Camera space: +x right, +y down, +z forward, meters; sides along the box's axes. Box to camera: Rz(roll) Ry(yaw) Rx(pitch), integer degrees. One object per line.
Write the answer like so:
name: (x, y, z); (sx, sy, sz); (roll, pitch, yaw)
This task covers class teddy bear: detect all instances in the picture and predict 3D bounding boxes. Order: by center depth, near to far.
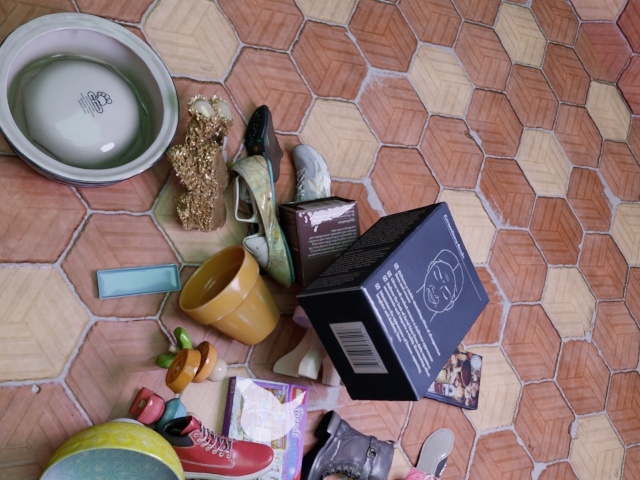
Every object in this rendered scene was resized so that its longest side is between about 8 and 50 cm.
teddy bear: (-0.291, -0.193, 1.561); (0.245, 0.113, 0.338); (-57, 153, -59)

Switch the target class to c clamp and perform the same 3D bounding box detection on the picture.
c clamp: (-0.177, 0.010, 1.678); (0.137, 0.022, 0.161); (18, 68, -30)

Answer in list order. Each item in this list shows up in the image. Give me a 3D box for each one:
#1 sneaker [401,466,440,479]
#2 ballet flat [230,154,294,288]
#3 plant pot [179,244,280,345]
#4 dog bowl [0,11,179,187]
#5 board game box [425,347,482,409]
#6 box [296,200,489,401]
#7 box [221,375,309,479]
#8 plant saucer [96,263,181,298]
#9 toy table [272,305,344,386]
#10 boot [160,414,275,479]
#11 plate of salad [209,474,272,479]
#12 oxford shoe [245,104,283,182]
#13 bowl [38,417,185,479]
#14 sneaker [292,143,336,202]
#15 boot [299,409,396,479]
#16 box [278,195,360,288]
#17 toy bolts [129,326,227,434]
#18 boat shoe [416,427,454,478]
sneaker: (0.282, 0.652, 1.643); (0.313, 0.116, 0.136); (-13, 68, 10)
ballet flat: (-0.158, -0.039, 1.613); (0.123, 0.123, 0.349); (-14, 94, -31)
plant pot: (-0.202, 0.149, 1.536); (0.188, 0.205, 0.205); (50, 58, -27)
dog bowl: (-0.547, -0.305, 1.473); (0.407, 0.150, 0.409); (8, 73, -27)
board game box: (0.366, 0.391, 1.868); (0.243, 0.042, 0.165); (20, 69, -24)
box: (0.184, 0.136, 1.495); (0.395, 0.211, 0.294); (-40, 109, -42)
box: (-0.141, 0.492, 1.550); (0.200, 0.057, 0.294); (14, 71, -24)
plant saucer: (-0.431, 0.097, 1.513); (0.191, 0.018, 0.067); (-5, 80, -29)
toy table: (0.010, 0.275, 1.598); (0.274, 0.252, 0.161); (34, 63, -53)
boot: (-0.222, 0.449, 1.393); (0.244, 0.176, 0.088); (0, 39, -2)
plate of salad: (-0.182, 0.613, 1.438); (0.199, 0.048, 0.200); (6, 77, -26)
oxford shoe: (-0.149, -0.260, 1.737); (0.096, 0.082, 0.228); (16, 68, -48)
bowl: (-0.422, 0.468, 1.322); (0.289, 0.290, 0.156); (25, 25, -21)
sneaker: (-0.032, -0.138, 1.753); (0.121, 0.099, 0.263); (-23, 88, -27)
boot: (0.073, 0.585, 1.617); (0.229, 0.091, 0.263); (36, 61, -11)
box: (0.000, 0.000, 1.644); (0.168, 0.167, 0.203); (-10, 102, -19)
toy bolts: (-0.297, 0.344, 1.433); (0.158, 0.218, 0.229); (34, 81, -24)
boat shoe: (0.315, 0.623, 1.784); (0.206, 0.075, 0.065); (-52, 147, -34)
